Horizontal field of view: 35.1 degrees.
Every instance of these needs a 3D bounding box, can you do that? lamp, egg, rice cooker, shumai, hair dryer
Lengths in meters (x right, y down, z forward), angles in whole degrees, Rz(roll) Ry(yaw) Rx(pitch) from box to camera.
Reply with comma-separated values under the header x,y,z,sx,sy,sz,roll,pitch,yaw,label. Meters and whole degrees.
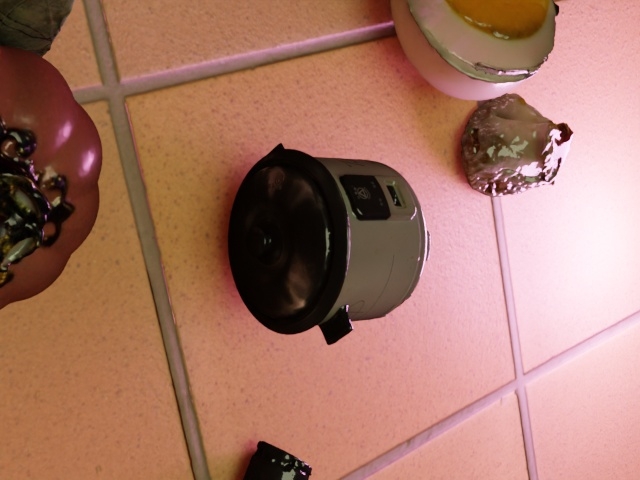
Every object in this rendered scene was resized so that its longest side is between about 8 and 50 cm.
x,y,z,sx,sy,sz,roll,pitch,yaw,label
-0.363,-0.055,1.026,0.305,0.239,0.305,-15,121,-27,lamp
0.206,-0.337,1.536,0.264,0.174,0.286,-28,85,-31,egg
0.000,0.000,1.346,0.227,0.241,0.281,-1,64,-42,rice cooker
0.329,-0.147,1.663,0.184,0.142,0.184,-3,94,-42,shumai
-0.034,0.420,1.464,0.251,0.089,0.197,34,72,-43,hair dryer

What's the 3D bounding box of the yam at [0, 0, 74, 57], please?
x,y,z,sx,sy,sz,roll,pitch,yaw,label
-0.382,-0.311,1.039,0.271,0.201,0.202,14,85,-34,yam
